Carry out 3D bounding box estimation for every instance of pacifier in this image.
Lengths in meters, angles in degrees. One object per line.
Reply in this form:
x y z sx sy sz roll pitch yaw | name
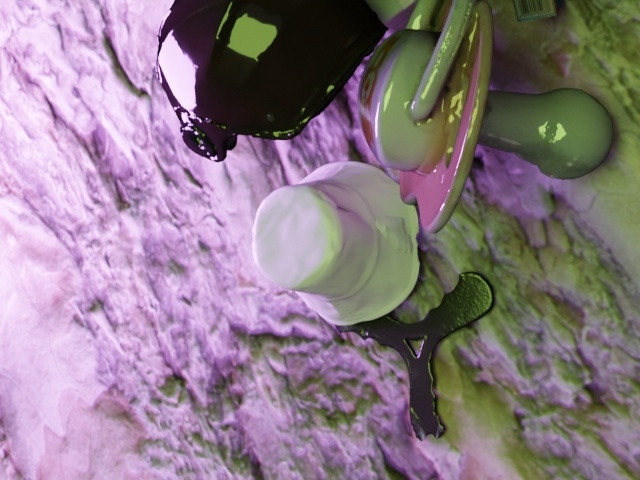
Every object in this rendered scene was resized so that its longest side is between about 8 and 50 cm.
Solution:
0.147 -0.132 1.644 0.220 0.332 0.273 -42 103 4 | pacifier

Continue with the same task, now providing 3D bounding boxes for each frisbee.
0.107 0.133 1.812 0.211 0.012 0.188 -5 90 33 | frisbee

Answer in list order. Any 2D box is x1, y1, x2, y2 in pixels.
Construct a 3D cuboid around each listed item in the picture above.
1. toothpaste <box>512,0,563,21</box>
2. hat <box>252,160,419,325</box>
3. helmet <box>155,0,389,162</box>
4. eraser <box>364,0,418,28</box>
0.207 -0.329 1.654 0.044 0.070 0.193 -8 113 21 | toothpaste
0.000 0.000 1.804 0.203 0.126 0.203 -2 86 36 | hat
-0.084 -0.221 1.760 0.305 0.225 0.177 -8 129 50 | helmet
0.134 -0.335 1.751 0.225 0.052 0.096 -38 74 28 | eraser
